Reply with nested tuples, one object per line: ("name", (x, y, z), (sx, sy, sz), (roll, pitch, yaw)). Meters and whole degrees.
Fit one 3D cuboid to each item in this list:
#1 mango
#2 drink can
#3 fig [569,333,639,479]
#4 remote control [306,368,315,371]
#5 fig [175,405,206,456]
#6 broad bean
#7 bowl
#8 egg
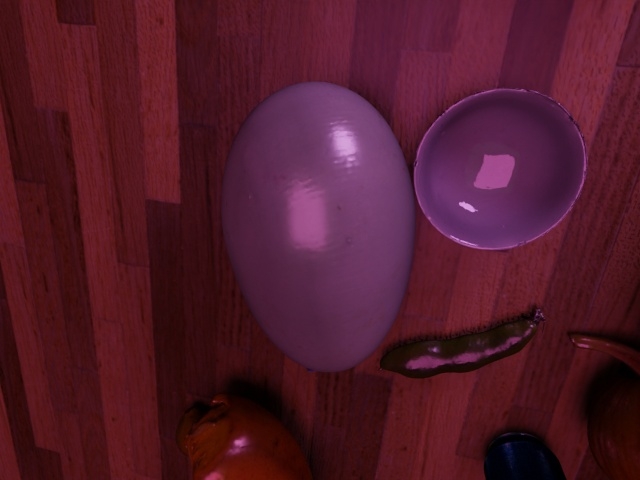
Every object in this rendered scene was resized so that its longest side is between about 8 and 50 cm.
("mango", (-0.117, 0.435, 0.733), (0.199, 0.201, 0.349), (-7, 117, 33))
("drink can", (0.305, 0.385, 0.607), (0.118, 0.205, 0.118), (5, 112, 11))
("fig", (0.441, 0.224, 0.553), (0.175, 0.175, 0.207), (-10, 87, 16))
("remote control", (-0.032, 0.149, 0.697), (0.044, 0.027, 0.152), (-22, 105, 13))
("fig", (-0.233, 0.352, 0.792), (0.074, 0.074, 0.087), (-13, 90, 17))
("broad bean", (0.207, 0.166, 0.637), (0.255, 0.046, 0.065), (-21, 97, 17))
("bowl", (0.209, -0.090, 0.525), (0.189, 0.086, 0.188), (3, 110, 10))
("egg", (0.000, 0.000, 0.527), (0.230, 0.230, 0.370), (1, 115, 12))
